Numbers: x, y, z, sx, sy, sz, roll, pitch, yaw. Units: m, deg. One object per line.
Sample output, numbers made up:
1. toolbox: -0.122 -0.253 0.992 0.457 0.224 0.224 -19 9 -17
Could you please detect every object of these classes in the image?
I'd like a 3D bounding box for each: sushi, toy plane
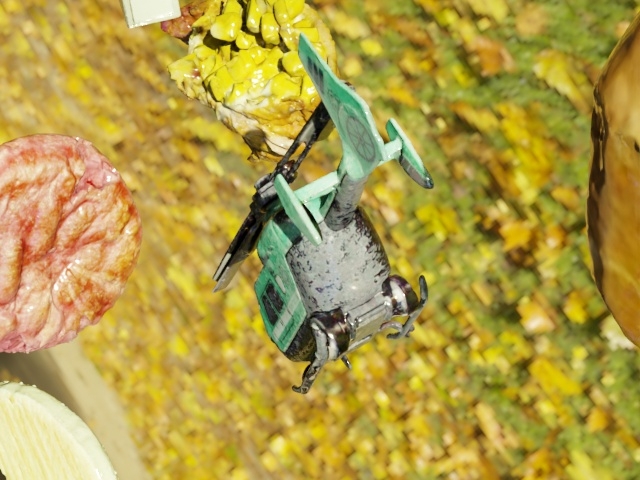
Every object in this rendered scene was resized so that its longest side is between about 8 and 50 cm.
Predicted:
1. sushi: -0.068 -0.191 1.491 0.179 0.167 0.296 40 -163 -31
2. toy plane: 0.000 0.000 1.055 0.155 0.106 0.381 56 161 14

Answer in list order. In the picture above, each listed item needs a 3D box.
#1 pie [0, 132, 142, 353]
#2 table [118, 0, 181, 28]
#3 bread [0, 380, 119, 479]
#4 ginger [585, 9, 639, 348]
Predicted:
1. pie: -0.175 0.004 0.898 0.036 0.154 0.154 31 148 41
2. table: -0.118 -0.295 1.053 0.121 0.111 0.240 -115 14 -49
3. bread: -0.181 0.179 1.072 0.112 0.036 0.193 -31 86 44
4. ginger: 0.204 -0.023 0.690 0.321 0.172 0.165 69 -178 -56
